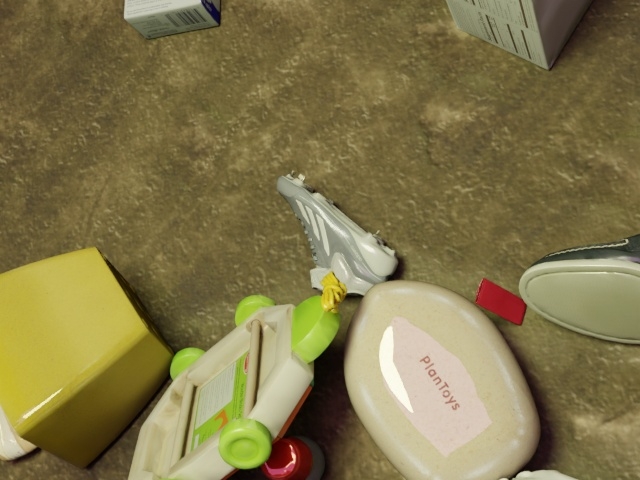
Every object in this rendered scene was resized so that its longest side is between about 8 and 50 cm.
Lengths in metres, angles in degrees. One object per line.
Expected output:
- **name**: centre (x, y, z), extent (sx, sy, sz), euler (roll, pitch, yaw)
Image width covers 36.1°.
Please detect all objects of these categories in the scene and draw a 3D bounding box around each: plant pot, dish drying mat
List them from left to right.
- **plant pot**: centre (-0.311, 0.134, 1.256), extent (0.187, 0.212, 0.212), euler (-35, 65, -7)
- **dish drying mat**: centre (0.211, 0.072, 1.149), extent (0.008, 0.083, 0.032), euler (8, 75, 52)

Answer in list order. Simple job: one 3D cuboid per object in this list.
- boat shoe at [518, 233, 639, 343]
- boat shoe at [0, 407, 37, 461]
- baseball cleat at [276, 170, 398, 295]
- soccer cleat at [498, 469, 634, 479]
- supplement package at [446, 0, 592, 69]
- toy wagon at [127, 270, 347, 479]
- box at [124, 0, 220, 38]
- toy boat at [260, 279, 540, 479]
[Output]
- **boat shoe**: centre (0.396, 0.034, 1.080), extent (0.340, 0.127, 0.113), euler (-2, 43, 27)
- **boat shoe**: centre (-0.419, 0.212, 1.342), extent (0.059, 0.063, 0.170), euler (-18, 78, 11)
- **baseball cleat**: centre (0.000, 0.000, 1.251), extent (0.206, 0.072, 0.109), euler (38, 95, 29)
- **soccer cleat**: centre (0.196, 0.303, 1.029), extent (0.331, 0.116, 0.143), euler (4, 33, 1)
- **supplement package**: centre (0.274, -0.383, 1.197), extent (0.145, 0.204, 0.262), euler (32, 86, 24)
- **toy wagon**: centre (-0.088, 0.169, 1.130), extent (0.344, 0.068, 0.267), euler (-39, 22, 19)
- **box**: centre (-0.216, -0.380, 1.444), extent (0.126, 0.072, 0.137), euler (-6, 72, 18)
- **toy boat**: centre (0.076, 0.196, 1.137), extent (0.318, 0.148, 0.267), euler (-28, 71, 2)
